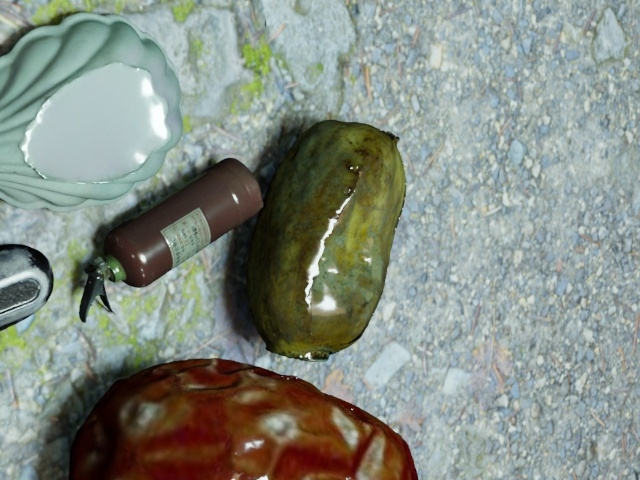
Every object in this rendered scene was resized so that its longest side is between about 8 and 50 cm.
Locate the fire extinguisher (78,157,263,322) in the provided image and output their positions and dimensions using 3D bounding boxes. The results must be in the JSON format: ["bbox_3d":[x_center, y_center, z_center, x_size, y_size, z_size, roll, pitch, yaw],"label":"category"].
[{"bbox_3d":[-0.166,0.006,1.459,0.231,0.071,0.099,-37,145,-27],"label":"fire extinguisher"}]

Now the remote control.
[{"bbox_3d":[-0.372,0.074,1.303,0.266,0.066,0.090,-24,108,-33],"label":"remote control"}]

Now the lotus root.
[{"bbox_3d":[0.000,0.000,1.527,0.160,0.152,0.275,29,74,-59],"label":"lotus root"}]

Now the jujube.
[{"bbox_3d":[-0.073,0.267,1.451,0.377,0.276,0.276,14,89,-40],"label":"jujube"}]

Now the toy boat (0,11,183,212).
[{"bbox_3d":[-0.236,-0.118,1.360,0.290,0.100,0.199,-24,111,-35],"label":"toy boat"}]
